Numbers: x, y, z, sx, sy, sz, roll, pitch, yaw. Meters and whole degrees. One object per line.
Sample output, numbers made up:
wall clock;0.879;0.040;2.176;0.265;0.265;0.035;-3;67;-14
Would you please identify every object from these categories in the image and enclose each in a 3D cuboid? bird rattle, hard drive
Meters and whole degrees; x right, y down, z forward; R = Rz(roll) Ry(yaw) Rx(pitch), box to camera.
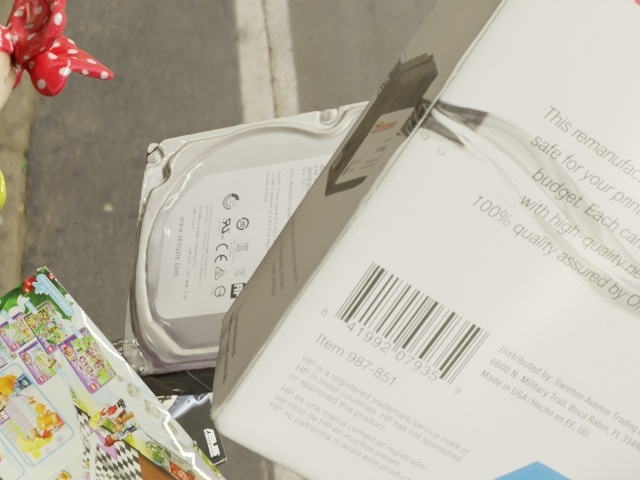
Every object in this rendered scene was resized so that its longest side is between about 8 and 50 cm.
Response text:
bird rattle;-0.306;-0.128;0.815;0.206;0.143;0.254;12;64;22
hard drive;0.000;0.000;0.860;0.338;0.064;0.237;-7;62;19

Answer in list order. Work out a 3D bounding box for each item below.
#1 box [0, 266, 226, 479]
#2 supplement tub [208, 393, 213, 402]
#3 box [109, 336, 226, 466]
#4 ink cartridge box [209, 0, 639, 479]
box;-0.188;0.188;0.721;0.201;0.057;0.293;-37;78;-28
supplement tub;-0.146;0.167;1.779;0.228;0.316;0.229;-3;82;20
box;-0.213;0.206;1.230;0.147;0.077;0.180;-18;96;-32
ink cartridge box;0.118;0.001;0.523;0.223;0.307;0.129;31;16;-13
